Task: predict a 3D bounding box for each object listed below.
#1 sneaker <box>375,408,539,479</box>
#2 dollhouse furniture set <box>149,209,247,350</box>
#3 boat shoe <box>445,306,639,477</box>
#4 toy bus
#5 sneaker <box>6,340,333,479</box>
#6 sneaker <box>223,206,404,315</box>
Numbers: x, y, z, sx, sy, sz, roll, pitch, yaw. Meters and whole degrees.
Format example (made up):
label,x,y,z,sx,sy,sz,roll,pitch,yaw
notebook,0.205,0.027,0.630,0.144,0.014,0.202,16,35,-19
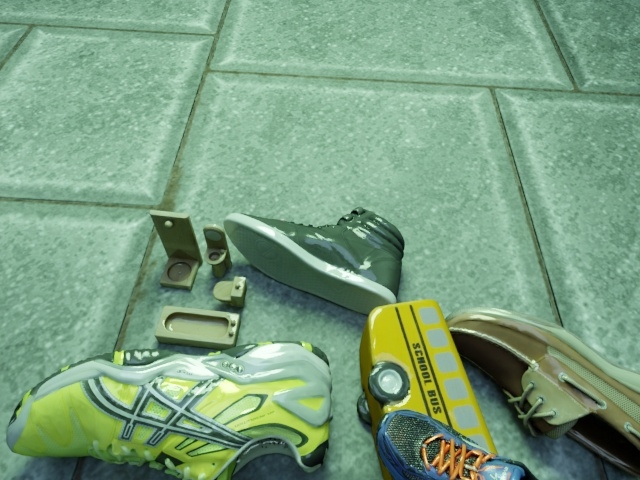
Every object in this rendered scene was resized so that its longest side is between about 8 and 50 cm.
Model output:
label,x,y,z,sx,sy,sz,roll,pitch,yaw
sneaker,0.158,0.232,0.457,0.221,0.087,0.083,27,54,13
dollhouse furniture set,-0.185,0.058,0.679,0.144,0.123,0.151,6,54,2
boat shoe,0.306,0.194,0.608,0.324,0.123,0.116,24,58,17
toy bus,0.130,0.245,0.568,0.130,0.108,0.332,-6,54,-11
sneaker,-0.170,0.217,0.553,0.385,0.145,0.147,-7,54,-6
sneaker,0.000,0.000,0.750,0.296,0.104,0.147,24,54,7
